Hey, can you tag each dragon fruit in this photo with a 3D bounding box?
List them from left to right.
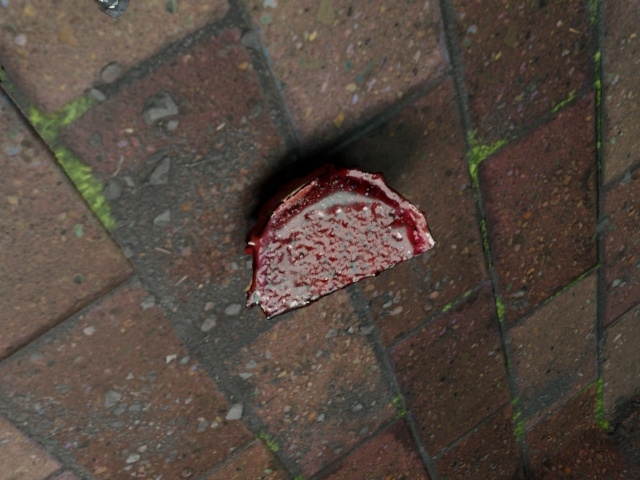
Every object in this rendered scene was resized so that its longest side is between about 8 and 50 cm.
[{"bbox_3d":[0.000,0.000,1.111,0.261,0.163,0.189,-25,167,-13],"label":"dragon fruit"}]

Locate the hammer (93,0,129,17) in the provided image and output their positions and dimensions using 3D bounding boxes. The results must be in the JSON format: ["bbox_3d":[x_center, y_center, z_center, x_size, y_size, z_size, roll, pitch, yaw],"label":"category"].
[{"bbox_3d":[-0.159,-0.345,0.736,0.137,0.037,0.290,21,112,-49],"label":"hammer"}]
